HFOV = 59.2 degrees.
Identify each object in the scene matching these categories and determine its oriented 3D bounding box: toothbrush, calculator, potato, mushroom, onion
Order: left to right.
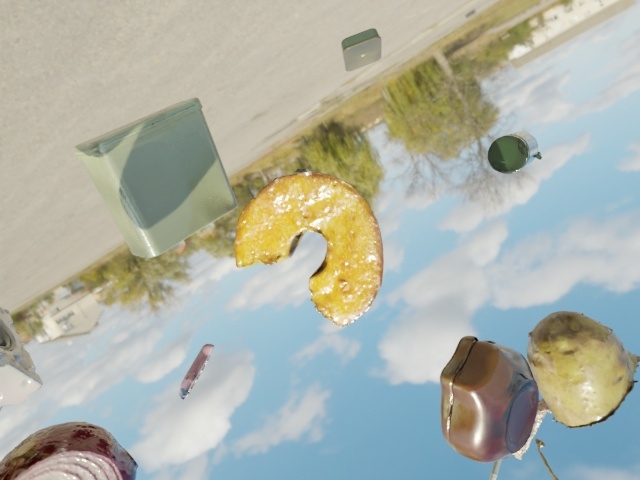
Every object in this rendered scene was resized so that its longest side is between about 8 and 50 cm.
[{"bbox_3d":[-0.467,0.434,1.039,0.206,0.216,0.207,-38,-155,-27],"label":"onion"},{"bbox_3d":[-0.446,0.469,2.014,0.194,0.043,0.294,-63,-177,-31],"label":"calculator"},{"bbox_3d":[0.545,0.706,1.750,0.342,0.025,0.030,-64,-179,-26],"label":"toothbrush"},{"bbox_3d":[0.633,0.642,1.487,0.028,0.026,0.286,-22,-149,6],"label":"mushroom"},{"bbox_3d":[0.647,0.303,1.469,0.301,0.237,0.289,-38,174,-45],"label":"potato"}]

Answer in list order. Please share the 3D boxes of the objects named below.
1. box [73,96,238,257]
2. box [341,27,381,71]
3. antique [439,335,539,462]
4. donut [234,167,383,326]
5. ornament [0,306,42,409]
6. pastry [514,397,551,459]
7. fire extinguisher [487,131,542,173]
[{"bbox_3d":[-0.449,-0.181,1.610,0.177,0.344,0.352,7,-146,47],"label":"box"},{"bbox_3d":[0.092,-0.430,1.272,0.091,0.031,0.126,-20,173,5],"label":"box"},{"bbox_3d":[0.313,0.301,1.043,0.129,0.278,0.223,15,-130,40],"label":"antique"},{"bbox_3d":[0.000,0.000,1.579,0.378,0.435,0.163,-54,177,17],"label":"donut"},{"bbox_3d":[-0.688,0.207,0.974,0.239,0.239,0.240,-41,-130,-14],"label":"ornament"},{"bbox_3d":[0.682,0.603,1.859,0.103,0.112,0.265,-26,147,-61],"label":"pastry"},{"bbox_3d":[0.520,-0.233,1.479,0.311,0.114,0.095,-27,143,-62],"label":"fire extinguisher"}]
